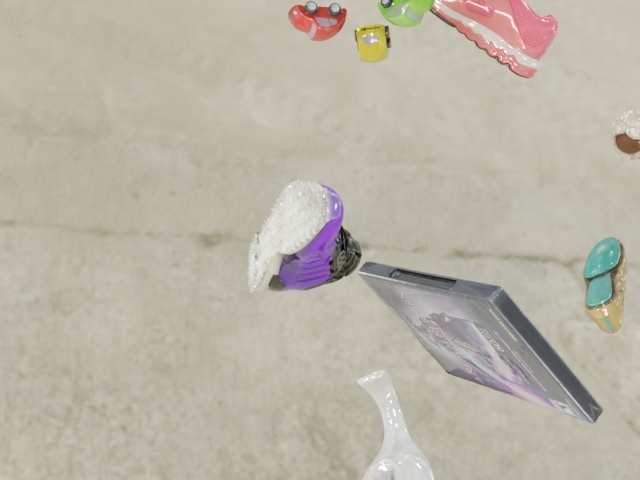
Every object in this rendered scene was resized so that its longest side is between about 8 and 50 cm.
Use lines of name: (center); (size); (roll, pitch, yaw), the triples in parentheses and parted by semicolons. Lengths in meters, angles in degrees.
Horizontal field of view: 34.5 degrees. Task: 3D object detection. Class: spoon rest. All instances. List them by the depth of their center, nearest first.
spoon rest: (0.119, 0.356, 1.723); (0.084, 0.137, 0.276); (45, 29, -44)

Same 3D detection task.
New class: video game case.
video game case: (0.171, 0.108, 1.163); (0.026, 0.274, 0.196); (-49, 113, -16)

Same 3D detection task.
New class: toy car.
toy car: (0.095, -0.364, 1.719); (0.239, 0.225, 0.053); (12, 69, -47)

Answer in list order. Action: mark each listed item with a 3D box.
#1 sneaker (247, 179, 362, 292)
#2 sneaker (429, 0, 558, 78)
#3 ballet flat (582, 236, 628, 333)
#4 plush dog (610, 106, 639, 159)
sneaker: (0.000, -0.001, 1.478); (0.146, 0.293, 0.102); (7, 68, -19)
sneaker: (0.284, -0.425, 1.823); (0.313, 0.136, 0.116); (34, 15, -10)
ballet flat: (0.495, 0.080, 1.778); (0.073, 0.080, 0.232); (57, 33, -17)
plush dog: (0.689, -0.212, 1.884); (0.262, 0.225, 0.211); (41, 52, -29)
